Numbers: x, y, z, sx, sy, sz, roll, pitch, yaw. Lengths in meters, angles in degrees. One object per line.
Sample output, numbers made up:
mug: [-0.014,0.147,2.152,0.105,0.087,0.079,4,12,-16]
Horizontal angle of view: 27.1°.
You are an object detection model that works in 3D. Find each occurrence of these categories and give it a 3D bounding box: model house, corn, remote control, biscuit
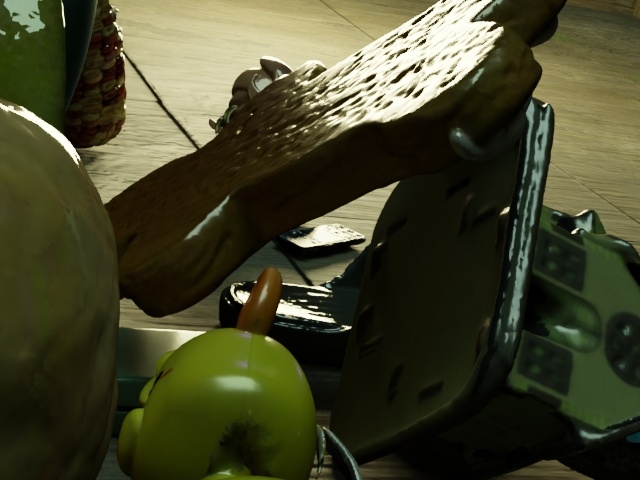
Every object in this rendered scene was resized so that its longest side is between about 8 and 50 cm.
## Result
model house: [0.176,0.071,0.855,0.278,0.218,0.205,24,-28,-20]
corn: [-0.235,-0.217,1.254,0.098,0.290,0.098,2,38,-1]
remote control: [0.000,0.000,1.196,0.039,0.014,0.096,27,22,34]
biscuit: [-0.026,-0.042,0.866,0.064,0.432,0.283,53,32,-16]

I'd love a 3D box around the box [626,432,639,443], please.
box: [0.270,0.092,1.023,0.139,0.073,0.194,7,20,-17]

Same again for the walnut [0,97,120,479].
walnut: [-0.231,0.038,0.570,0.296,0.285,0.285,19,19,-1]

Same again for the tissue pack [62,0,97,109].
tissue pack: [-0.294,-0.174,1.088,0.198,0.287,0.206,3,44,-32]

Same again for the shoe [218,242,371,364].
shoe: [0.046,0.039,1.001,0.241,0.093,0.108,5,19,-18]

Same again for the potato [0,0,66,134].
potato: [-0.256,-0.088,0.908,0.112,0.255,0.269,2,22,-32]

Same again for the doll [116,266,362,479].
doll: [-0.038,0.112,0.688,0.135,0.143,0.221,8,27,-8]

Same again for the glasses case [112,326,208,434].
glasses case: [-0.138,0.086,0.825,0.184,0.039,0.078,4,21,-23]

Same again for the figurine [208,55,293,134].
figurine: [-0.061,-0.088,1.227,0.114,0.157,0.126,0,14,35]
